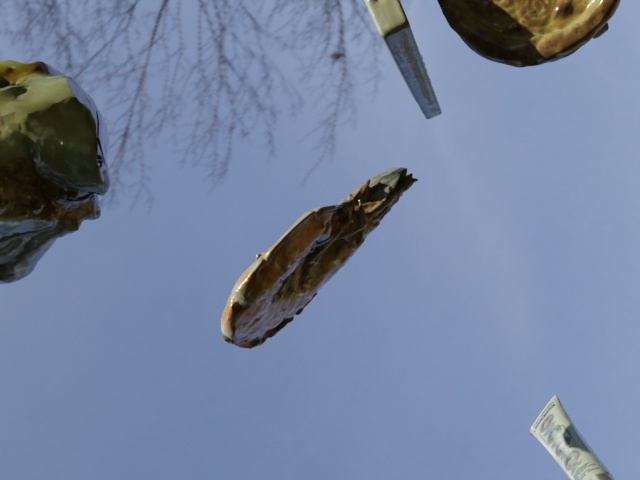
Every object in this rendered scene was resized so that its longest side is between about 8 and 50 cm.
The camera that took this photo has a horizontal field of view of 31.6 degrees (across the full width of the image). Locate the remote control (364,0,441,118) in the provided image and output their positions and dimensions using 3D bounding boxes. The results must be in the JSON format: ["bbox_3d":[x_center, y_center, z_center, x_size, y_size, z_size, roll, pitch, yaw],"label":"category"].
[{"bbox_3d":[0.103,-0.253,1.437,0.123,0.038,0.285,68,-171,22],"label":"remote control"}]

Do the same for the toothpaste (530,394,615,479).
[{"bbox_3d":[0.298,0.251,1.339,0.039,0.239,0.062,28,-80,-13],"label":"toothpaste"}]

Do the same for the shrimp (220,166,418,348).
[{"bbox_3d":[0.000,0.000,1.282,0.062,0.164,0.317,40,-114,16],"label":"shrimp"}]

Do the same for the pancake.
[{"bbox_3d":[0.240,-0.331,1.318,0.250,0.250,0.031,65,-157,0],"label":"pancake"}]

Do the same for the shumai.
[{"bbox_3d":[-0.279,-0.072,0.734,0.272,0.204,0.222,31,-165,-31],"label":"shumai"}]

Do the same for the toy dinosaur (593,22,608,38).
[{"bbox_3d":[0.413,-0.359,1.386,0.077,0.294,0.162,31,-146,-29],"label":"toy dinosaur"}]
